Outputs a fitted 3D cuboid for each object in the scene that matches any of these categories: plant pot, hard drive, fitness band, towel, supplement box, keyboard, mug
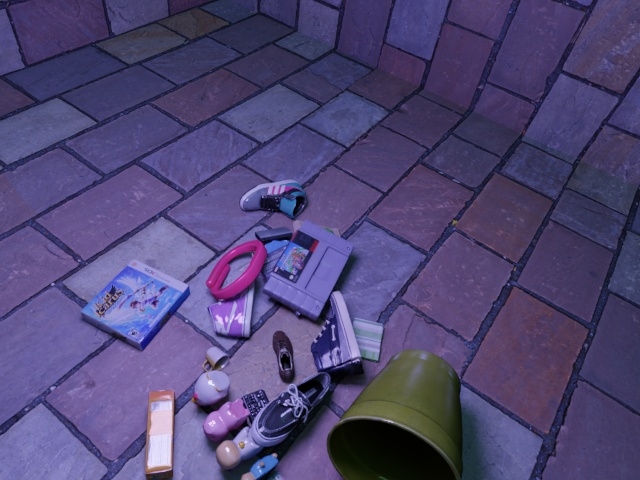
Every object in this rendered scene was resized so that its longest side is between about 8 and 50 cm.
[{"bbox_3d":[0.256,0.514,1.381,0.367,0.366,0.353,25,38,13],"label":"plant pot"},{"bbox_3d":[-0.192,-0.026,1.952,0.135,0.022,0.094,-10,18,-19],"label":"hard drive"},{"bbox_3d":[-0.300,0.103,1.734,0.209,0.054,0.290,-19,28,21],"label":"fitness band"},{"bbox_3d":[0.161,0.354,1.703,0.113,0.023,0.152,12,50,5],"label":"towel"},{"bbox_3d":[-0.459,0.556,1.373,0.080,0.078,0.233,1,49,-13],"label":"supplement box"},{"bbox_3d":[-0.189,0.551,1.461,0.108,0.023,0.180,-17,52,-23],"label":"keyboard"},{"bbox_3d":[-0.348,0.385,1.560,0.064,0.062,0.078,35,45,30],"label":"mug"}]

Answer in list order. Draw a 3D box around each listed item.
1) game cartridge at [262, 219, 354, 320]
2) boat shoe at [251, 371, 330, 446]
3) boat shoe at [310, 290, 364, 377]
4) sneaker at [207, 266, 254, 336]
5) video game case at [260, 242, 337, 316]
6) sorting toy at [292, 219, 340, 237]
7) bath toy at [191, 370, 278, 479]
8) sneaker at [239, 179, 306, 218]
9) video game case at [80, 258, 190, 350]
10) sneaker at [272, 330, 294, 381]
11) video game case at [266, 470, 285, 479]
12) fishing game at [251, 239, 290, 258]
[{"bbox_3d":[-0.040,0.099,1.782,0.230,0.068,0.355,30,55,0],"label":"game cartridge"},{"bbox_3d":[-0.075,0.491,1.423,0.306,0.105,0.113,-17,56,-46],"label":"boat shoe"},{"bbox_3d":[0.034,0.321,1.646,0.158,0.127,0.340,-15,40,-1],"label":"boat shoe"},{"bbox_3d":[-0.316,0.206,1.700,0.161,0.102,0.282,4,48,-2],"label":"sneaker"},{"bbox_3d":[-0.096,0.140,1.810,0.196,0.026,0.274,-27,66,-36],"label":"video game case"},{"bbox_3d":[0.000,0.000,1.946,0.208,0.038,0.193,9,45,-26],"label":"sorting toy"},{"bbox_3d":[-0.275,0.546,1.388,0.151,0.129,0.348,10,35,-55],"label":"bath toy"},{"bbox_3d":[-0.180,-0.158,2.041,0.296,0.123,0.178,-20,45,-27],"label":"sneaker"},{"bbox_3d":[-0.636,0.214,1.662,0.244,0.061,0.269,23,49,12],"label":"video game case"},{"bbox_3d":[-0.118,0.374,1.599,0.066,0.071,0.188,-7,50,-15],"label":"sneaker"},{"bbox_3d":[-0.114,0.741,1.308,0.119,0.015,0.166,-28,59,-30],"label":"video game case"},{"bbox_3d":[-0.147,0.073,1.889,0.264,0.041,0.189,0,49,-21],"label":"fishing game"}]
